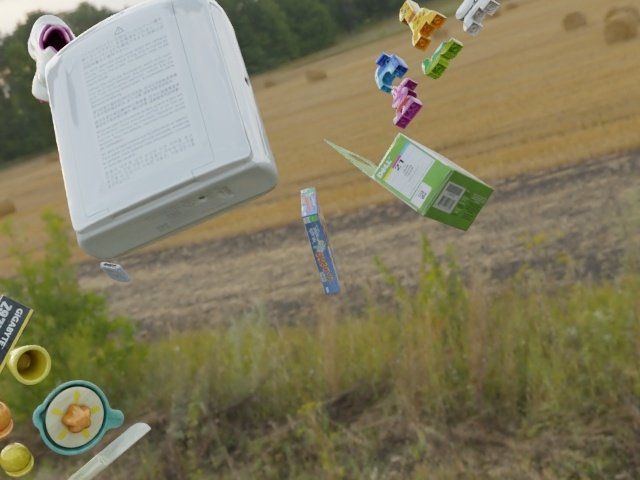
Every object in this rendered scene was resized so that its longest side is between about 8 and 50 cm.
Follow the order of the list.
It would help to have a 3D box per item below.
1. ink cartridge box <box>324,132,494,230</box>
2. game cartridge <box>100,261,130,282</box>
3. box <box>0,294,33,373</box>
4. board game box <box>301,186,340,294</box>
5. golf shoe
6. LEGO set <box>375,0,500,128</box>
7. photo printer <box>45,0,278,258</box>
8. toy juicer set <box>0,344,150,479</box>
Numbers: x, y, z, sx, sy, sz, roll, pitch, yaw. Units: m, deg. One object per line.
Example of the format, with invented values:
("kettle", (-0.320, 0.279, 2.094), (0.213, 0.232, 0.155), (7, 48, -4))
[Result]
("ink cartridge box", (0.157, -0.134, 1.730), (0.255, 0.097, 0.188), (39, 13, 30))
("game cartridge", (-0.512, 0.081, 2.412), (0.083, 0.056, 0.017), (8, 48, 43))
("box", (-0.723, 0.280, 2.034), (0.322, 0.079, 0.257), (-36, 27, 57))
("board game box", (0.000, 0.000, 2.134), (0.035, 0.201, 0.136), (-14, 27, 5))
("golf shoe", (-0.561, -0.417, 2.061), (0.115, 0.140, 0.306), (1, 41, -22))
("LEGO set", (0.142, -0.286, 1.384), (0.227, 0.087, 0.093), (-51, 35, 28))
("photo printer", (-0.206, -0.159, 1.193), (0.255, 0.308, 0.107), (-23, -28, 9))
("toy juicer set", (-0.465, 0.350, 1.731), (0.089, 0.329, 0.209), (4, 57, 52))
